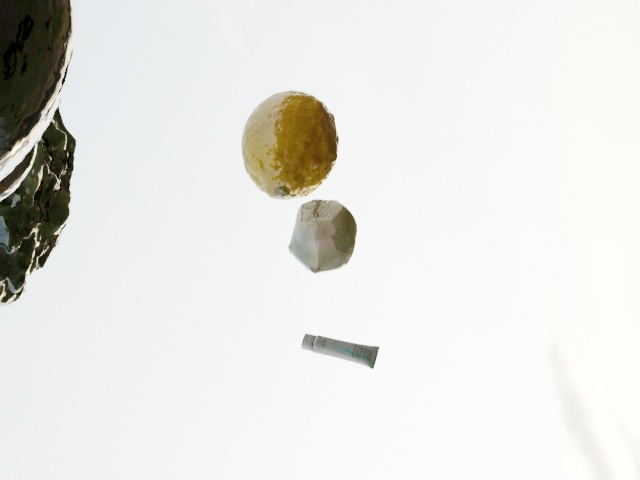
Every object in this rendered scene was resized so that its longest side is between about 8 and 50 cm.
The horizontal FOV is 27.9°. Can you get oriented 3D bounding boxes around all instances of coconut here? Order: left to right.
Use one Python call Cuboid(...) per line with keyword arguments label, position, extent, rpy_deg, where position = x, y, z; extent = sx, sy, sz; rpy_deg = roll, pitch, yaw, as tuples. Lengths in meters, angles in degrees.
Cuboid(label="coconut", position=(0.000, 0.000, 2.029), extent=(0.110, 0.110, 0.124), rpy_deg=(55, -143, -39))

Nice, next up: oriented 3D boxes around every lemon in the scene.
Cuboid(label="lemon", position=(-0.043, -0.131, 1.846), extent=(0.142, 0.142, 0.187), rpy_deg=(53, -144, -41))

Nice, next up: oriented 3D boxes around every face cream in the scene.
Cuboid(label="face cream", position=(0.029, 0.160, 1.891), extent=(0.020, 0.115, 0.038), rpy_deg=(78, -154, -59))

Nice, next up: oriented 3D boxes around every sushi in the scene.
Cuboid(label="sushi", position=(-0.428, -0.071, 1.441), extent=(0.178, 0.294, 0.352), rpy_deg=(30, -121, -78))

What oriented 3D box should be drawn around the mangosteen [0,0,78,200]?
Cuboid(label="mangosteen", position=(-0.376, -0.172, 1.015), extent=(0.435, 0.382, 0.382), rpy_deg=(118, 149, -72))
